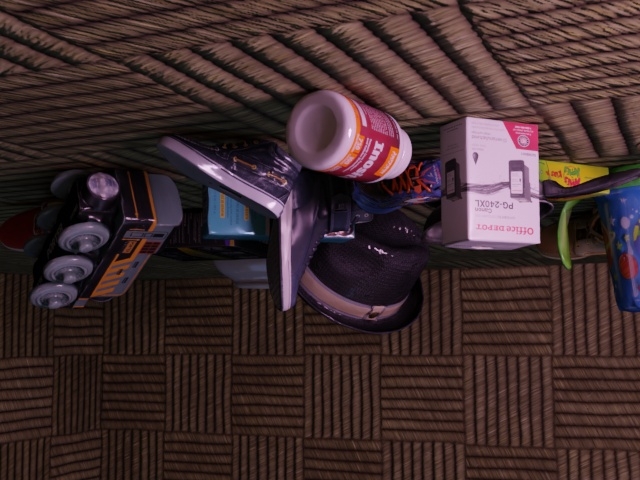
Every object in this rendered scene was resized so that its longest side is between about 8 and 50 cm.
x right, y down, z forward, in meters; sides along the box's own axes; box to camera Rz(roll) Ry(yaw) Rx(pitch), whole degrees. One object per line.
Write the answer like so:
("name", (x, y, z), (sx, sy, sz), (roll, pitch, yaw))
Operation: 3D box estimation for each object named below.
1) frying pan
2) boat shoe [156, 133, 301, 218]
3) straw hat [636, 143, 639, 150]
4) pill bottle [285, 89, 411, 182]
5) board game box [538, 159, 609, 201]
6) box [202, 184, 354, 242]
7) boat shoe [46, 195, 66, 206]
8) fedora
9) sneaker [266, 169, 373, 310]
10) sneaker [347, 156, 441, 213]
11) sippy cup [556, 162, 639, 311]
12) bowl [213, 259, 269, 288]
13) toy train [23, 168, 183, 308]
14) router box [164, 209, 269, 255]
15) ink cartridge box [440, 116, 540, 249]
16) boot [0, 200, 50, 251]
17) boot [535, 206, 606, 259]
("frying pan", (0.267, -0.055, 1.234), (0.197, 0.053, 0.326), (-4, 164, -27))
("boat shoe", (-0.116, -0.106, 1.137), (0.183, 0.083, 0.065), (30, 164, -15))
("straw hat", (0.503, -0.102, 1.183), (0.145, 0.061, 0.144), (0, 173, 0))
("pill bottle", (0.037, -0.110, 0.968), (0.086, 0.086, 0.152), (-5, 173, 34))
("board game box", (0.342, -0.092, 1.344), (0.181, 0.043, 0.092), (3, 172, -28))
("box", (-0.068, -0.051, 1.433), (0.244, 0.100, 0.060), (1, 173, -17))
("boat shoe", (-0.372, -0.047, 1.499), (0.190, 0.072, 0.068), (0, -160, 8))
("fedora", (0.086, 0.018, 1.666), (0.334, 0.334, 0.152), (4, 138, -37))
("sneaker", (0.001, 0.000, 1.374), (0.164, 0.226, 0.086), (-2, -166, -20))
("sneaker", (0.140, -0.089, 1.266), (0.221, 0.083, 0.087), (-6, 168, -26))
("sippy cup", (0.553, 0.002, 1.393), (0.240, 0.224, 0.305), (2, 173, -29))
("bowl", (-0.149, 0.054, 2.248), (0.298, 0.134, 0.298), (0, 174, 0))
("toy train", (-0.357, 0.005, 1.417), (0.190, 0.142, 0.334), (3, 146, -32))
("router box", (-0.248, -0.008, 1.904), (0.243, 0.081, 0.309), (-2, 174, 14))
("ink cartridge box", (0.207, -0.066, 1.070), (0.109, 0.150, 0.063), (2, 173, -25))
("boot", (-0.509, -0.038, 1.614), (0.244, 0.088, 0.176), (-10, 172, 11))
("boot", (0.555, -0.018, 1.793), (0.262, 0.095, 0.203), (-5, 173, 25))
